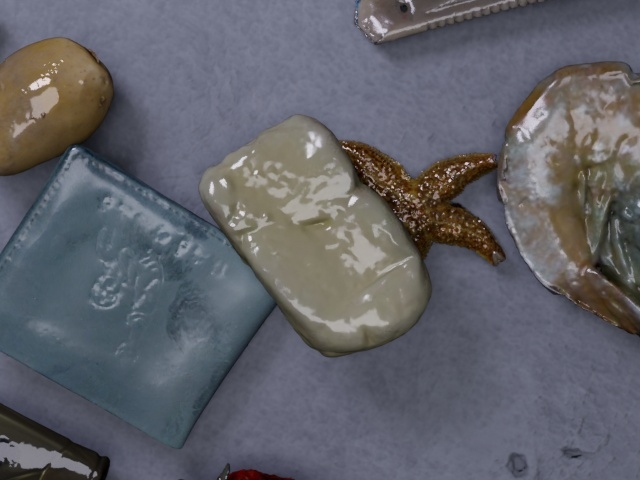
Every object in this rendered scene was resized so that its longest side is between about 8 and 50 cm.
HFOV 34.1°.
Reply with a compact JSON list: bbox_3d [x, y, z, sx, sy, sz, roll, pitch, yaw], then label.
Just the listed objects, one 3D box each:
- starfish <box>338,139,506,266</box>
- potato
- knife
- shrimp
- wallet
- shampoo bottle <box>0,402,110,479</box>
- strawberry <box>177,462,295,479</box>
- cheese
[{"bbox_3d":[0.092,-0.028,1.159,0.240,0.043,0.227,38,95,1],"label":"starfish"},{"bbox_3d":[-0.304,-0.140,1.111,0.178,0.109,0.118,-33,89,4],"label":"potato"},{"bbox_3d":[0.212,-0.283,1.121,0.365,0.043,0.089,-16,65,5],"label":"knife"},{"bbox_3d":[0.337,0.022,1.132,0.221,0.110,0.445,-22,95,5],"label":"shrimp"},{"bbox_3d":[-0.210,0.065,1.149,0.290,0.054,0.251,34,98,-14],"label":"wallet"},{"bbox_3d":[-0.414,0.225,1.181,0.350,0.084,0.125,17,101,-2],"label":"shampoo bottle"},{"bbox_3d":[-0.048,0.337,1.191,0.228,0.098,0.174,0,82,-11],"label":"strawberry"},{"bbox_3d":[0.000,0.000,1.105,0.159,0.093,0.263,-36,84,-2],"label":"cheese"}]
